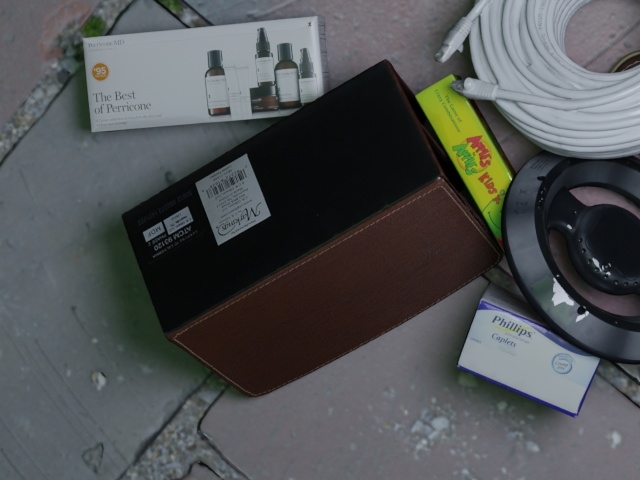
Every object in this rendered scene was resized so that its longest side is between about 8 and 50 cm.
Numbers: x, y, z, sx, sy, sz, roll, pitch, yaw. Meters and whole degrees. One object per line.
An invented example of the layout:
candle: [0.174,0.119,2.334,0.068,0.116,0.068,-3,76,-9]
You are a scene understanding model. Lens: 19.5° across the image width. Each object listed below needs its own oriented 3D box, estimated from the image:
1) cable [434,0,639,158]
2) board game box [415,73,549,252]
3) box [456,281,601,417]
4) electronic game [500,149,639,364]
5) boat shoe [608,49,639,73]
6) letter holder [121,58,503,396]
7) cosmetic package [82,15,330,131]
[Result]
cable: [0.269,-0.195,1.739,0.257,0.089,0.257,28,79,25]
board game box: [0.158,-0.072,1.805,0.043,0.092,0.181,-30,89,10]
box: [0.203,0.103,1.788,0.126,0.137,0.072,23,98,6]
electronic game: [0.273,0.009,1.753,0.229,0.048,0.229,11,60,-20]
boat shoe: [0.418,-0.072,1.749,0.342,0.123,0.123,36,98,6]
letter holder: [0.000,0.000,1.822,0.302,0.214,0.152,-30,57,10]
cosmetic package: [-0.112,-0.165,1.857,0.239,0.060,0.099,-5,93,9]
